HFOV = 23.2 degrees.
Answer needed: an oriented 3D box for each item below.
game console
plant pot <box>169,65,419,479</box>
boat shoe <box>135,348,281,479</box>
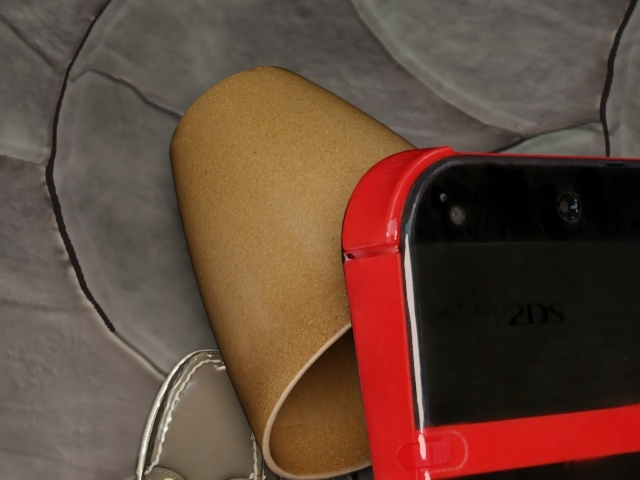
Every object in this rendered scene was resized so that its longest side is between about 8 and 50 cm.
[{"bbox_3d":[0.186,0.110,0.994,0.386,0.060,0.342,-1,83,-37],"label":"game console"},{"bbox_3d":[0.000,0.000,1.121,0.237,0.237,0.254,-29,61,-13],"label":"plant pot"},{"bbox_3d":[-0.083,0.218,1.099,0.109,0.091,0.305,5,72,-3],"label":"boat shoe"}]
